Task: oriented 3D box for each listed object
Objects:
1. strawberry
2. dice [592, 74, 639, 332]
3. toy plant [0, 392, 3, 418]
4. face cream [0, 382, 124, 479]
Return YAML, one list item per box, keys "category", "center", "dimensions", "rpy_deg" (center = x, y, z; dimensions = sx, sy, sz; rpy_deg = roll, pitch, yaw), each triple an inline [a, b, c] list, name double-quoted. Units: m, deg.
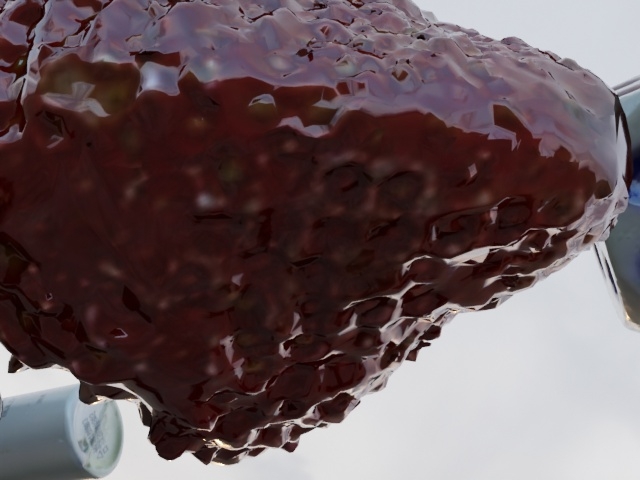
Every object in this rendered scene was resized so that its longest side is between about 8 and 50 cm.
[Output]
- category: "strawberry"
  center: [-0.028, -0.037, 0.445]
  dimensions: [0.261, 0.261, 0.257]
  rpy_deg: [40, -67, -13]
- category: "dice"
  center: [0.391, -0.065, 1.031]
  dimensions: [0.259, 0.251, 0.243]
  rpy_deg: [-20, -84, 12]
- category: "toy plant"
  center: [-0.307, 0.109, 0.660]
  dimensions: [0.143, 0.105, 0.200]
  rpy_deg: [-16, -18, 27]
- category: "face cream"
  center: [-0.341, 0.204, 0.980]
  dimensions: [0.311, 0.092, 0.092]
  rpy_deg: [-14, -53, 20]
